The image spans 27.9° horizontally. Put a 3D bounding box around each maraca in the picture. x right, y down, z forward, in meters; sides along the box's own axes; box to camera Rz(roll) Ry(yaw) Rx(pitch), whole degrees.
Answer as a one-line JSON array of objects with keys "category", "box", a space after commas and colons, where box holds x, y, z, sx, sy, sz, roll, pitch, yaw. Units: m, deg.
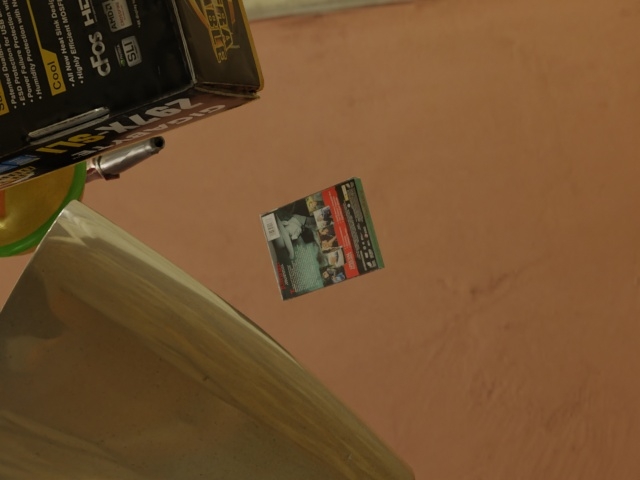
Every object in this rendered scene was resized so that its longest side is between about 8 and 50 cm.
[{"category": "maraca", "box": [-0.253, -0.055, 1.000, 0.127, 0.099, 0.186, -46, -128, -11]}]

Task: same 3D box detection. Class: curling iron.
[{"category": "curling iron", "box": [-0.246, -0.073, 1.421, 0.274, 0.035, 0.068, -15, -150, 49]}]

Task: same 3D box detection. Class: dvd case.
[{"category": "dvd case", "box": [0.000, 0.000, 1.191, 0.119, 0.087, 0.013, -21, 171, 36]}]

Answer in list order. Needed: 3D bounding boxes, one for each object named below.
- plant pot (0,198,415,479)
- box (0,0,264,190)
[{"category": "plant pot", "box": [-0.088, 0.146, 0.825, 0.274, 0.256, 0.256, 25, -131, -6]}, {"category": "box", "box": [-0.191, -0.187, 0.643, 0.257, 0.322, 0.079, -17, 177, 24]}]
